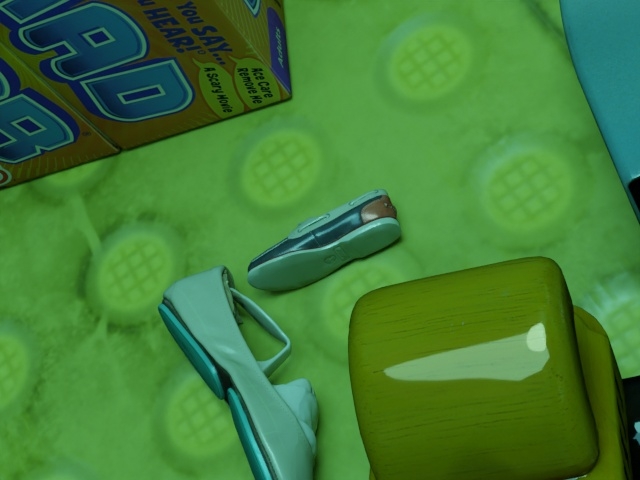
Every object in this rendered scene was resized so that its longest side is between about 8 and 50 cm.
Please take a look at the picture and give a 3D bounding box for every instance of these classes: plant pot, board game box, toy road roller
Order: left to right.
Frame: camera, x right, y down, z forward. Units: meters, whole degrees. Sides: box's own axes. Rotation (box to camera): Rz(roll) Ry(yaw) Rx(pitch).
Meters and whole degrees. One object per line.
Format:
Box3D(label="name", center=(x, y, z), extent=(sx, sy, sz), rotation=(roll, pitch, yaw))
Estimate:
Box3D(label="board game box", center=(-0.269, -0.307, 1.206), extent=(0.356, 0.356, 0.356), rotation=(-15, 61, 17))
Box3D(label="toy road roller", center=(0.110, 0.164, 0.845), extent=(0.202, 0.241, 0.330), rotation=(-13, 38, 18))
Box3D(label="plant pot", center=(0.275, -0.119, 1.001), extent=(0.165, 0.166, 0.234), rotation=(-26, 51, 11))

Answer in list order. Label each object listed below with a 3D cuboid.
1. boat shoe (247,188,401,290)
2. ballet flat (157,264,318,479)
Box3D(label="boat shoe", center=(0.000, 0.000, 1.125), extent=(0.137, 0.049, 0.043), rotation=(-24, 56, 9))
Box3D(label="ballet flat", center=(-0.049, 0.115, 1.078), extent=(0.086, 0.086, 0.248), rotation=(-37, 56, 4))
